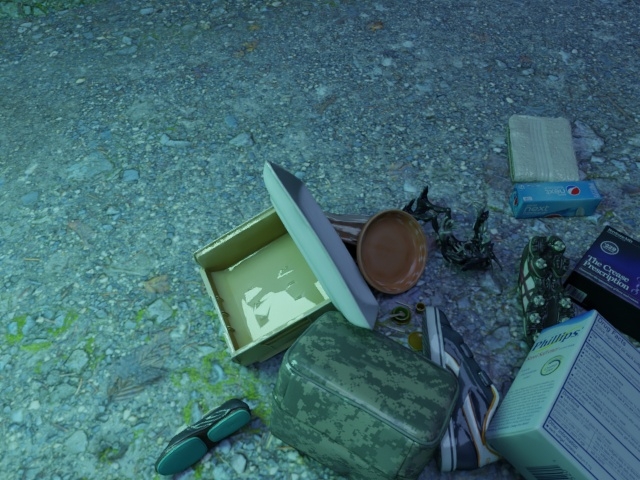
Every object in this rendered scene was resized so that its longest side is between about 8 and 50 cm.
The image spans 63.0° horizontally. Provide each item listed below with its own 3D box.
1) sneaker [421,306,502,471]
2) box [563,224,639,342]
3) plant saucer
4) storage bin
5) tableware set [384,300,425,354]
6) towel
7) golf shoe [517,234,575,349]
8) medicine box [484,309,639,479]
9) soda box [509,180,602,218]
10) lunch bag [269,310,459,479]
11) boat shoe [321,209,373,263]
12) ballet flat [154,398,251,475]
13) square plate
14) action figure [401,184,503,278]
[{"bbox_3d":[0.277,0.286,1.044,0.127,0.126,0.321,-4,63,3],"label":"sneaker"},{"bbox_3d":[0.720,0.111,1.192,0.261,0.103,0.184,35,58,25],"label":"box"},{"bbox_3d":[0.166,0.026,1.237,0.200,0.200,0.037,-35,15,-24],"label":"plant saucer"},{"bbox_3d":[-0.120,0.097,1.136,0.260,0.123,0.262,-30,63,4],"label":"storage bin"},{"bbox_3d":[0.197,0.202,1.172,0.104,0.024,0.154,18,54,14],"label":"tableware set"},{"bbox_3d":[0.644,-0.268,1.518,0.187,0.049,0.282,6,53,6],"label":"towel"},{"bbox_3d":[0.503,0.127,1.186,0.105,0.120,0.273,9,75,0],"label":"golf shoe"},{"bbox_3d":[0.489,0.325,0.935,0.263,0.149,0.289,44,58,3],"label":"medicine box"},{"bbox_3d":[0.617,-0.107,1.378,0.210,0.071,0.067,-2,53,-1],"label":"soda box"},{"bbox_3d":[0.060,0.313,0.943,0.305,0.256,0.212,26,30,17],"label":"lunch bag"},{"bbox_3d":[0.000,0.000,1.273,0.324,0.123,0.116,0,54,2],"label":"boat shoe"},{"bbox_3d":[-0.231,0.376,1.019,0.203,0.074,0.074,-31,58,-14],"label":"ballet flat"},{"bbox_3d":[0.007,0.015,1.056,0.049,0.344,0.347,-32,86,7],"label":"square plate"},{"bbox_3d":[0.333,-0.027,1.278,0.275,0.141,0.164,36,49,27],"label":"action figure"}]
